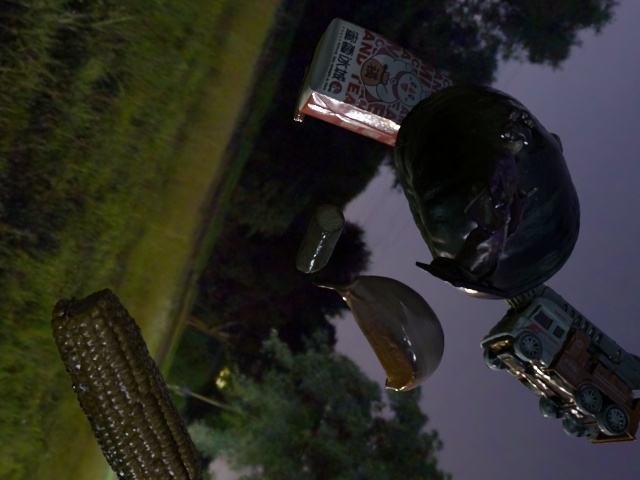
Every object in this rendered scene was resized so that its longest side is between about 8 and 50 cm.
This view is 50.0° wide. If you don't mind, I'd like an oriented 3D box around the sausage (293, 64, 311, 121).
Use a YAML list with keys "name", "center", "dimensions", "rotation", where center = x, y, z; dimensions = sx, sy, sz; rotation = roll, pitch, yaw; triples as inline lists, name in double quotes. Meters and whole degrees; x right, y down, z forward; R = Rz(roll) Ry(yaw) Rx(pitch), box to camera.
- name: "sausage"
  center: [-0.032, -0.304, 1.427]
  dimensions: [0.026, 0.026, 0.116]
  rotation: [-83, -171, -78]

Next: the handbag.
- name: "handbag"
  center: [0.124, -0.297, 1.350]
  dimensions: [0.151, 0.298, 0.171]
  rotation: [152, -44, -78]

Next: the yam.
- name: "yam"
  center: [0.000, 0.000, 1.390]
  dimensions: [0.069, 0.070, 0.146]
  rotation: [-71, -177, -55]

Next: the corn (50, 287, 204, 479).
- name: "corn"
  center: [-0.238, 0.205, 0.854]
  dimensions: [0.115, 0.115, 0.317]
  rotation: [-75, 149, -69]

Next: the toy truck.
- name: "toy truck"
  center: [0.456, 0.217, 1.297]
  dimensions: [0.184, 0.338, 0.133]
  rotation: [-49, 180, -26]

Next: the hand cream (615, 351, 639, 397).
- name: "hand cream"
  center: [0.769, 0.375, 1.743]
  dimensions: [0.084, 0.084, 0.203]
  rotation: [-70, 155, -46]

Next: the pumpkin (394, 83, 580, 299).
- name: "pumpkin"
  center: [0.244, -0.080, 0.991]
  dimensions: [0.239, 0.315, 0.315]
  rotation: [-26, -170, 6]

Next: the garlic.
- name: "garlic"
  center: [0.086, 0.113, 0.932]
  dimensions: [0.129, 0.198, 0.090]
  rotation: [-34, -170, 42]

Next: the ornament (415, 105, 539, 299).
- name: "ornament"
  center: [0.192, -0.039, 0.736]
  dimensions: [0.088, 0.081, 0.203]
  rotation: [25, -88, 61]
